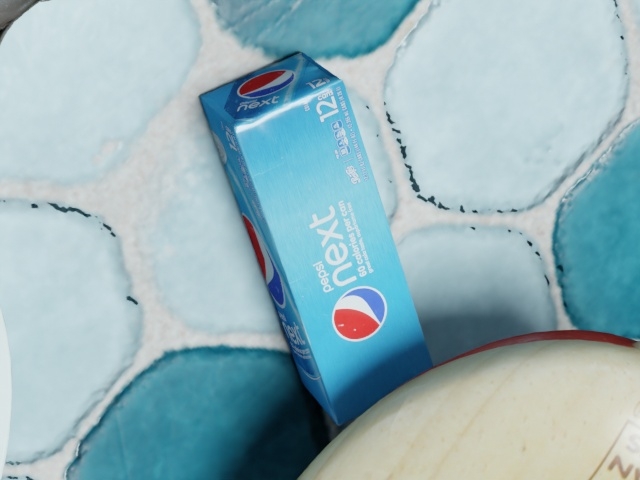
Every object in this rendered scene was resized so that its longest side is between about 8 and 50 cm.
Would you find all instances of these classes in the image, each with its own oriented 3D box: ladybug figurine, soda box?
[{"bbox_3d":[0.107,0.222,1.066,0.305,0.162,0.449,30,116,-6],"label":"ladybug figurine"},{"bbox_3d":[0.000,0.000,1.036,0.071,0.067,0.210,-25,117,-12],"label":"soda box"}]

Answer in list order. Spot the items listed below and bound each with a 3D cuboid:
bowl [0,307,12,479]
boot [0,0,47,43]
[{"bbox_3d":[-0.300,0.109,0.880,0.298,0.134,0.297,-37,135,-50],"label":"bowl"},{"bbox_3d":[-0.145,-0.234,0.872,0.229,0.091,0.263,-27,120,-12],"label":"boot"}]
